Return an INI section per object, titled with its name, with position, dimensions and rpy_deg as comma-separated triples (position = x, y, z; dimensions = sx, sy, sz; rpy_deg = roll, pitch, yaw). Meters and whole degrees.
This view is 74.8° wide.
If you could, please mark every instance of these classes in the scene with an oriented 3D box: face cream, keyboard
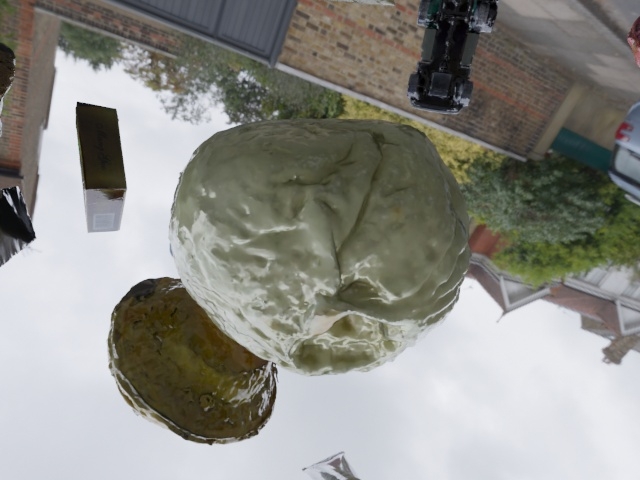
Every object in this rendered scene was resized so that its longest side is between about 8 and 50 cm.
[face cream]
position = 0.034, 0.416, 0.721
dimensions = 0.092, 0.243, 0.058
rpy_deg = -12, -98, -16
[keyboard]
position = -0.356, -0.020, 0.471
dimensions = 0.015, 0.074, 0.196
rpy_deg = -11, -165, -21

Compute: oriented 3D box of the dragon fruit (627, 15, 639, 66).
[dragon fruit]
position = 0.667, -0.342, 0.722
dimensions = 0.211, 0.262, 0.134
rpy_deg = 55, -164, -25

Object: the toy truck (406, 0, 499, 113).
[toy truck]
position = 0.203, -0.311, 0.649
dimensions = 0.110, 0.216, 0.116
rpy_deg = 12, -161, 12

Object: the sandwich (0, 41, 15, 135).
[sandwich]
position = -0.552, -0.226, 0.538
dimensions = 0.249, 0.095, 0.273
rpy_deg = 30, 153, -34

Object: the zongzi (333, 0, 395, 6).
[zongzi]
position = 0.051, -0.547, 0.928
dimensions = 0.189, 0.081, 0.178
rpy_deg = 1, 174, 33

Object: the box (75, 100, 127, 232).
[box]
position = -0.412, -0.122, 0.785
dimensions = 0.071, 0.240, 0.159
rpy_deg = -3, -105, -29

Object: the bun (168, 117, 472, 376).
[bun]
position = -0.002, 0.024, 0.490
dimensions = 0.352, 0.349, 0.227
rpy_deg = 46, -154, -32

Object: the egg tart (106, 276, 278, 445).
[egg tart]
position = -0.247, 0.235, 0.947
dimensions = 0.443, 0.178, 0.443
rpy_deg = 39, -160, -17

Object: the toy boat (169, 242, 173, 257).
[toy boat]
position = -0.458, 0.028, 1.438
dimensions = 0.105, 0.149, 0.034
rpy_deg = 63, -154, -25
